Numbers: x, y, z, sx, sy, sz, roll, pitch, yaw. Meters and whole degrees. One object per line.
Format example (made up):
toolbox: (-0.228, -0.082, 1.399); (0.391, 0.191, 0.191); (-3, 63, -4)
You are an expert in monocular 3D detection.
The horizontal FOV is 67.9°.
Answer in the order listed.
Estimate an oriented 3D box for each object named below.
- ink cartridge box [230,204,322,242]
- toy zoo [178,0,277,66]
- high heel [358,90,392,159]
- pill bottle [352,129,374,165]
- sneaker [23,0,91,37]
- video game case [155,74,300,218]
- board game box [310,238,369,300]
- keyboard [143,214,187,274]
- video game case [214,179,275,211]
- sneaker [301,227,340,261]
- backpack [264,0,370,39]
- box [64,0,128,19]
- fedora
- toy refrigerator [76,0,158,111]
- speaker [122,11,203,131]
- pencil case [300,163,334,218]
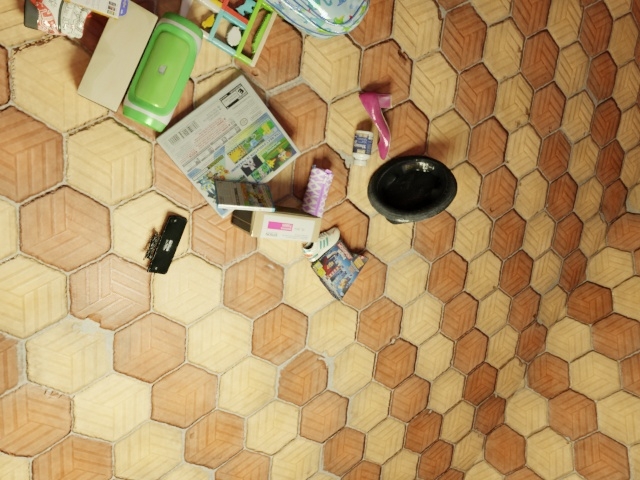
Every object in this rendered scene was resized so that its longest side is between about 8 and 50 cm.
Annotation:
ink cartridge box: (-0.145, -0.062, 1.525); (0.234, 0.193, 0.088); (6, 100, -30)
toy zoo: (-0.283, -0.663, 1.372); (0.293, 0.030, 0.192); (23, 92, -33)
high heel: (0.193, -0.408, 1.702); (0.117, 0.082, 0.244); (-2, 121, 0)
pill bottle: (0.149, -0.328, 1.689); (0.067, 0.067, 0.120); (1, 103, -30)
sneaker: (-0.628, -0.636, 1.154); (0.145, 0.090, 0.270); (4, 102, -35)
video game case: (-0.270, -0.284, 1.447); (0.329, 0.036, 0.300); (-42, 107, -13)
board game box: (0.078, 0.091, 1.773); (0.194, 0.060, 0.194); (-44, 120, -13)
keyboard: (-0.484, 0.008, 1.456); (0.100, 0.038, 0.192); (20, 93, -55)
video game case: (-0.225, -0.131, 1.402); (0.166, 0.119, 0.015); (3, 131, -21)
sneaker: (0.000, 0.000, 1.704); (0.161, 0.057, 0.075); (-43, 126, -9)
backpack: (-0.023, -0.752, 1.375); (0.355, 0.273, 0.290); (40, 80, -39)
box: (-0.538, -0.594, 1.149); (0.136, 0.028, 0.081); (10, 97, -33)
fedora: (0.336, -0.161, 1.765); (0.334, 0.334, 0.152); (-35, 148, -17)
toy refrigerator: (-0.532, -0.482, 1.248); (0.102, 0.094, 0.269); (23, 91, -25)
speaker: (-0.428, -0.454, 1.294); (0.131, 0.131, 0.297); (23, 92, -32)
pencil case: (-0.011, -0.152, 1.637); (0.086, 0.088, 0.206); (8, 101, -34)
